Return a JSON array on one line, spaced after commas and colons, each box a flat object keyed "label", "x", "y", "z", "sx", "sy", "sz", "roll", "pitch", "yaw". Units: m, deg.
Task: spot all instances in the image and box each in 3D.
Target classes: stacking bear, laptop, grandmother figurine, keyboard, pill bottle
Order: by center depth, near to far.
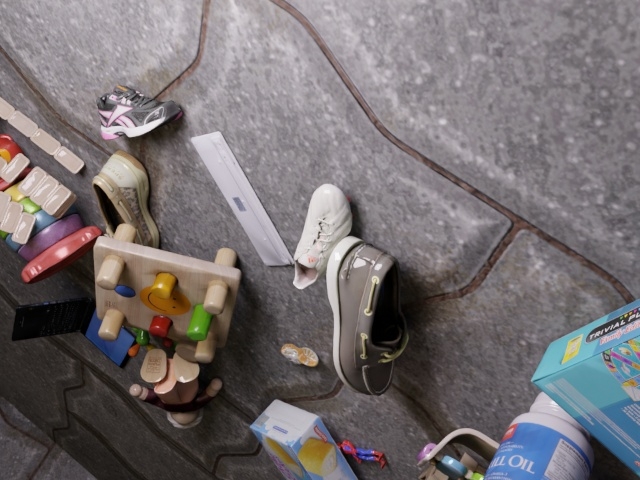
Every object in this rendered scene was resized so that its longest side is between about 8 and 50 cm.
[{"label": "pill bottle", "x": 0.300, "y": 0.317, "z": 1.008, "sx": 0.124, "sy": 0.221, "sz": 0.124, "roll": 24, "pitch": 140, "yaw": 22}, {"label": "keyboard", "x": -0.123, "y": -0.060, "z": 1.185, "sx": 0.072, "sy": 0.014, "sz": 0.256, "roll": 2, "pitch": 128, "yaw": 48}, {"label": "stacking bear", "x": -0.592, "y": -0.076, "z": 1.474, "sx": 0.289, "sy": 0.175, "sz": 0.164, "roll": 55, "pitch": 164, "yaw": -3}, {"label": "grandmother figurine", "x": -0.328, "y": 0.349, "z": 1.672, "sx": 0.207, "sy": 0.104, "sz": 0.342, "roll": 7, "pitch": 149, "yaw": 4}, {"label": "laptop", "x": -0.617, "y": 0.247, "z": 1.832, "sx": 0.234, "sy": 0.264, "sz": 0.137, "roll": -49, "pitch": 53, "yaw": 53}]

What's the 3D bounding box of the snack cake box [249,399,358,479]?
[{"label": "snack cake box", "x": -0.020, "y": 0.472, "z": 1.547, "sx": 0.152, "sy": 0.089, "sz": 0.264, "roll": 4, "pitch": 131, "yaw": 51}]

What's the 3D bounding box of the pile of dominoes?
[{"label": "pile of dominoes", "x": -0.588, "y": -0.132, "z": 1.400, "sx": 0.251, "sy": 0.196, "sz": 0.040, "roll": 37, "pitch": 172, "yaw": 6}]

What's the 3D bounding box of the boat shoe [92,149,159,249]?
[{"label": "boat shoe", "x": -0.370, "y": -0.039, "z": 1.359, "sx": 0.104, "sy": 0.089, "sz": 0.285, "roll": 26, "pitch": 141, "yaw": 19}]

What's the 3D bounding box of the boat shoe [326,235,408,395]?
[{"label": "boat shoe", "x": 0.080, "y": 0.134, "z": 1.116, "sx": 0.091, "sy": 0.109, "sz": 0.305, "roll": 19, "pitch": 135, "yaw": 34}]

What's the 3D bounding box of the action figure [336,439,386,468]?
[{"label": "action figure", "x": 0.078, "y": 0.432, "z": 1.491, "sx": 0.115, "sy": 0.030, "sz": 0.038, "roll": 10, "pitch": 136, "yaw": 39}]

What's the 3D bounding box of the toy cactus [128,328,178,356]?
[{"label": "toy cactus", "x": -0.381, "y": 0.149, "z": 1.568, "sx": 0.219, "sy": 0.112, "sz": 0.180, "roll": 47, "pitch": 134, "yaw": 7}]

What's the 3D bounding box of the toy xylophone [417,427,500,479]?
[{"label": "toy xylophone", "x": 0.307, "y": 0.405, "z": 1.157, "sx": 0.322, "sy": 0.081, "sz": 0.236, "roll": 28, "pitch": 160, "yaw": 21}]

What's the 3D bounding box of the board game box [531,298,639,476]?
[{"label": "board game box", "x": 0.453, "y": 0.171, "z": 0.841, "sx": 0.253, "sy": 0.079, "sz": 0.336, "roll": 41, "pitch": 144, "yaw": -1}]

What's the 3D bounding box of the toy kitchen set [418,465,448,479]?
[{"label": "toy kitchen set", "x": 0.212, "y": 0.473, "z": 1.362, "sx": 0.068, "sy": 0.083, "sz": 0.075, "roll": 38, "pitch": 143, "yaw": 6}]

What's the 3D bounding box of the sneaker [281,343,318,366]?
[{"label": "sneaker", "x": -0.034, "y": 0.219, "z": 1.376, "sx": 0.083, "sy": 0.032, "sz": 0.037, "roll": 19, "pitch": 152, "yaw": 35}]

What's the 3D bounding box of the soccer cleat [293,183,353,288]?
[{"label": "soccer cleat", "x": 0.000, "y": 0.000, "z": 1.077, "sx": 0.068, "sy": 0.076, "sz": 0.196, "roll": 30, "pitch": 142, "yaw": 15}]

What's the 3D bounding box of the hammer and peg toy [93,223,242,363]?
[{"label": "hammer and peg toy", "x": -0.298, "y": 0.133, "z": 1.368, "sx": 0.265, "sy": 0.127, "sz": 0.361, "roll": 14, "pitch": 142, "yaw": -6}]

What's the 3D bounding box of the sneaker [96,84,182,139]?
[{"label": "sneaker", "x": -0.297, "y": -0.205, "z": 1.146, "sx": 0.178, "sy": 0.072, "sz": 0.077, "roll": -3, "pitch": 115, "yaw": 36}]
